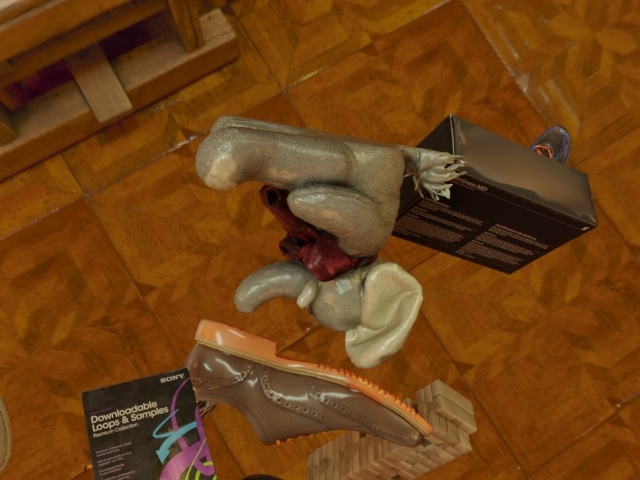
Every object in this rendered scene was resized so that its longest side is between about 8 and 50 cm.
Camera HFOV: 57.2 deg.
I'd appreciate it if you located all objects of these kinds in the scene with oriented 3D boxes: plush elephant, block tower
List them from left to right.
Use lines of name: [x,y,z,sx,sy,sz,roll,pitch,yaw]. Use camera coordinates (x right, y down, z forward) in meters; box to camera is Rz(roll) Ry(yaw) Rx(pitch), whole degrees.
plush elephant: [0.000,0.000,0.717,0.329,0.272,0.256,5,104,-16]
block tower: [0.110,0.372,1.031,0.097,0.091,0.335,37,120,-23]

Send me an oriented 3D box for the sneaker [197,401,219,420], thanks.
sneaker: [-0.244,0.310,1.092,0.084,0.083,0.214,23,49,41]

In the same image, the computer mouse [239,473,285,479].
computer mouse: [-0.101,0.372,0.765,0.188,0.272,0.072,40,34,-7]

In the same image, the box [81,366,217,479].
box: [-0.176,0.220,0.608,0.115,0.029,0.162,-10,56,-24]

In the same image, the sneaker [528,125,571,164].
sneaker: [0.435,-0.140,1.221,0.083,0.087,0.221,43,116,25]

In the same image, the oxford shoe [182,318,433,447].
oxford shoe: [-0.023,0.235,0.836,0.363,0.130,0.133,20,75,4]

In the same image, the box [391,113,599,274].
box: [0.245,-0.057,0.880,0.261,0.184,0.103,18,59,-22]

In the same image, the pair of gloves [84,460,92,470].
pair of gloves: [-0.279,0.309,0.800,0.074,0.083,0.010,13,58,-25]

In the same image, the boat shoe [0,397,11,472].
boat shoe: [-0.416,0.165,0.605,0.079,0.255,0.095,-2,41,19]
